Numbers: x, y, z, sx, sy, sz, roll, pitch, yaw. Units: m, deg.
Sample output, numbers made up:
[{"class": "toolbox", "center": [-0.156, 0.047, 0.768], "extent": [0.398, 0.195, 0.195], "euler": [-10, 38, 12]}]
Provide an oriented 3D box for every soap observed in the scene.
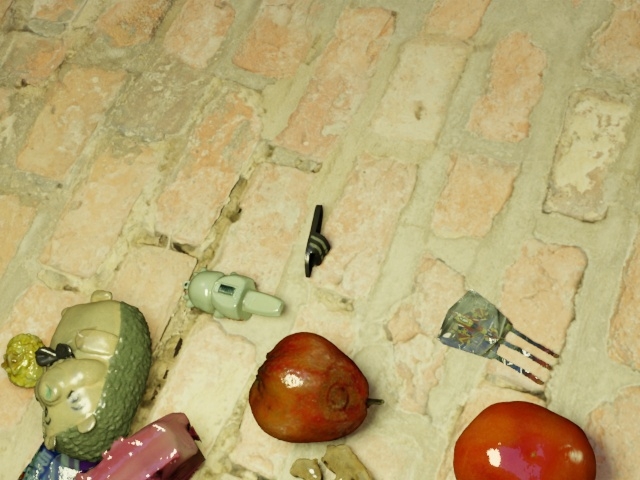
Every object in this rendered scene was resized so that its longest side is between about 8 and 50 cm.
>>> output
[{"class": "soap", "center": [-0.368, 0.473, 1.499], "extent": [0.325, 0.220, 0.127], "euler": [-41, 74, -11]}]

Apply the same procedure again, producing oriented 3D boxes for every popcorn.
[{"class": "popcorn", "center": [-0.660, 0.270, 1.702], "extent": [0.106, 0.116, 0.120], "euler": [-18, 105, 10]}]

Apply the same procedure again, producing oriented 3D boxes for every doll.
[{"class": "doll", "center": [-0.473, 0.275, 1.571], "extent": [0.247, 0.247, 0.349], "euler": [-10, 51, 5]}]

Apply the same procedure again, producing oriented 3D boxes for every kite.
[{"class": "kite", "center": [0.372, 0.207, 1.602], "extent": [0.245, 0.015, 0.141], "euler": [30, 76, 22]}]

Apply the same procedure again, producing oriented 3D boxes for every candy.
[{"class": "candy", "center": [-0.580, 0.515, 1.596], "extent": [0.145, 0.070, 0.275], "euler": [31, 71, 13]}]

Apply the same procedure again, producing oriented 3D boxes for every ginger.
[{"class": "ginger", "center": [-0.021, 0.492, 1.515], "extent": [0.259, 0.065, 0.149], "euler": [-18, 50, 8]}]

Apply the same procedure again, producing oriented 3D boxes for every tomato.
[{"class": "tomato", "center": [0.379, 0.413, 1.413], "extent": [0.260, 0.180, 0.260], "euler": [0, 67, 1]}]

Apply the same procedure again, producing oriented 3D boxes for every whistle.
[{"class": "whistle", "center": [-0.197, 0.123, 1.694], "extent": [0.253, 0.106, 0.101], "euler": [10, 98, 22]}]

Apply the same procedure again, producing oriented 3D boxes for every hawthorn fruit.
[{"class": "hawthorn fruit", "center": [-0.006, 0.304, 1.518], "extent": [0.261, 0.224, 0.224], "euler": [17, 68, 4]}]

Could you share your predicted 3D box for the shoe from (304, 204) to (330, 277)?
[{"class": "shoe", "center": [0.000, 0.000, 1.737], "extent": [0.049, 0.071, 0.179], "euler": [7, 62, 9]}]
